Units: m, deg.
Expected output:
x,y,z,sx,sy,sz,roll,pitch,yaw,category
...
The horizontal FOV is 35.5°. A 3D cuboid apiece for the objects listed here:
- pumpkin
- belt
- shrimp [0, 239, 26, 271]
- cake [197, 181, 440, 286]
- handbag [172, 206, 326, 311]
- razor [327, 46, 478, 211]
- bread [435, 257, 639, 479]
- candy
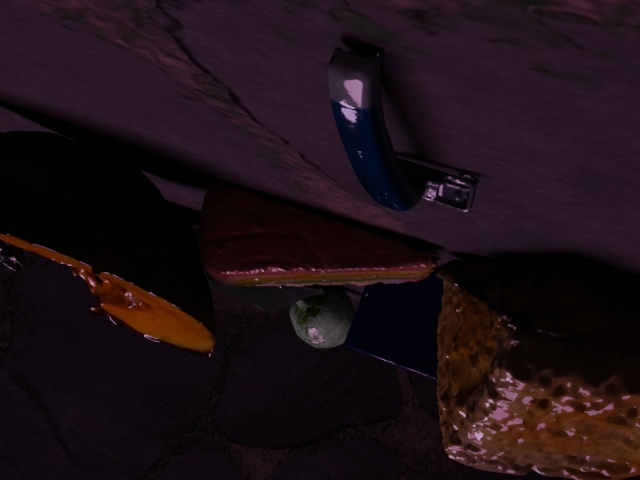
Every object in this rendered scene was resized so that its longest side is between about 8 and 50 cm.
x,y,z,sx,sy,sz,roll,pitch,yaw,category
-0.180,-0.012,0.925,0.169,0.148,0.312,2,157,37,pumpkin
0.178,0.120,1.161,0.212,0.117,0.347,14,171,43,belt
-0.590,-0.066,1.608,0.289,0.075,0.178,44,168,-35,shrimp
-0.006,0.020,0.929,0.225,0.090,0.109,16,170,9,cake
-0.137,0.029,1.397,0.248,0.079,0.260,18,169,-18,handbag
0.030,-0.041,0.472,0.068,0.037,0.191,18,174,16,razor
0.202,0.110,0.801,0.204,0.162,0.262,7,-171,-4,bread
-0.073,0.077,1.694,0.119,0.119,0.440,14,166,36,candy
